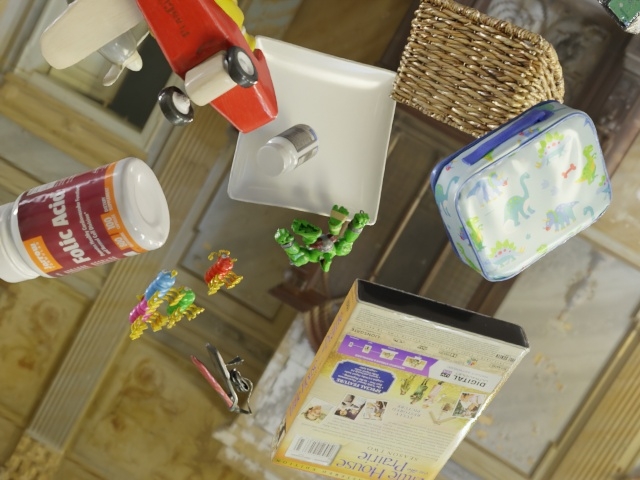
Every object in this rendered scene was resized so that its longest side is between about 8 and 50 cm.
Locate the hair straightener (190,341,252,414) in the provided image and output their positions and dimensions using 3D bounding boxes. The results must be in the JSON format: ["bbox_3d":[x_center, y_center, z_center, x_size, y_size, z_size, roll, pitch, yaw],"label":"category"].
[{"bbox_3d":[-0.185,0.288,1.754,0.047,0.089,0.230,26,152,45],"label":"hair straightener"}]

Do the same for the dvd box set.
[{"bbox_3d":[0.123,0.271,1.449,0.308,0.420,0.062,16,-145,-12],"label":"dvd box set"}]

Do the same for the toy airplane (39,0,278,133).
[{"bbox_3d":[-0.207,-0.380,1.208,0.386,0.384,0.272,18,-153,7],"label":"toy airplane"}]

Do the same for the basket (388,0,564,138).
[{"bbox_3d":[0.325,-0.332,1.635,0.299,0.223,0.213,32,-153,33],"label":"basket"}]

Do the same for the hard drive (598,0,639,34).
[{"bbox_3d":[0.643,-0.637,1.772,0.064,0.237,0.339,0,-129,-40],"label":"hard drive"}]

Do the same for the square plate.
[{"bbox_3d":[-0.014,-0.230,1.812,0.344,0.347,0.049,10,178,-22],"label":"square plate"}]

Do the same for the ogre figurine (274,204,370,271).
[{"bbox_3d":[0.000,0.000,1.767,0.197,0.118,0.097,-30,-122,-27],"label":"ogre figurine"}]

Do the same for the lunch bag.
[{"bbox_3d":[0.260,-0.069,1.082,0.176,0.219,0.090,61,172,-30],"label":"lunch bag"}]

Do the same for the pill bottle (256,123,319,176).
[{"bbox_3d":[-0.066,-0.183,1.709,0.078,0.078,0.137,32,-144,15],"label":"pill bottle"}]

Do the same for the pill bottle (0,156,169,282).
[{"bbox_3d":[-0.578,-0.039,1.975,0.224,0.392,0.224,-16,-90,-77],"label":"pill bottle"}]

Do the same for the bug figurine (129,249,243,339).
[{"bbox_3d":[-0.301,0.111,1.771,0.072,0.216,0.279,53,-151,13],"label":"bug figurine"}]
